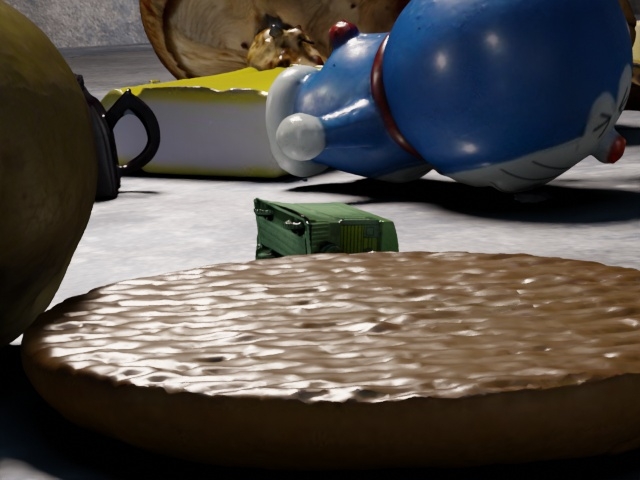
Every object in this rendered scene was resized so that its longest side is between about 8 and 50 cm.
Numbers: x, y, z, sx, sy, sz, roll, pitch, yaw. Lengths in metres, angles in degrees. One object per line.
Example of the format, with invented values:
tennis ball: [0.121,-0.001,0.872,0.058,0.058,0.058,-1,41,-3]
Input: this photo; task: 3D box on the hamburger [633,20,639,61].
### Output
hamburger: [0.297,-0.173,1.789,0.127,0.081,0.141,4,-1,22]

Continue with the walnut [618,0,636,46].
walnut: [0.181,-0.173,1.534,0.167,0.167,0.207,-4,-2,-15]

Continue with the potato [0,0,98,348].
potato: [-0.166,-0.025,0.714,0.137,0.154,0.200,47,20,10]

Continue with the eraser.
eraser: [-0.050,-0.095,1.410,0.158,0.069,0.226,6,11,26]

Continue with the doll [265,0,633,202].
doll: [0.085,-0.094,1.200,0.215,0.161,0.257,-28,8,-40]

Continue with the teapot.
teapot: [-0.200,-0.080,1.255,0.177,0.096,0.087,-2,9,-3]

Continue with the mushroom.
mushroom: [-0.054,-0.207,1.769,0.267,0.267,0.254,6,46,39]

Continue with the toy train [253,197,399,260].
toy train: [0.000,0.000,0.910,0.056,0.038,0.093,-3,9,-20]

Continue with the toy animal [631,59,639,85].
toy animal: [0.302,-0.102,1.262,0.275,0.054,0.149,9,-17,20]

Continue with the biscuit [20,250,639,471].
biscuit: [0.023,0.040,0.661,0.262,0.037,0.262,-2,9,0]

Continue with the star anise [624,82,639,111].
star anise: [0.345,-0.142,1.548,0.196,0.111,0.212,7,4,9]
